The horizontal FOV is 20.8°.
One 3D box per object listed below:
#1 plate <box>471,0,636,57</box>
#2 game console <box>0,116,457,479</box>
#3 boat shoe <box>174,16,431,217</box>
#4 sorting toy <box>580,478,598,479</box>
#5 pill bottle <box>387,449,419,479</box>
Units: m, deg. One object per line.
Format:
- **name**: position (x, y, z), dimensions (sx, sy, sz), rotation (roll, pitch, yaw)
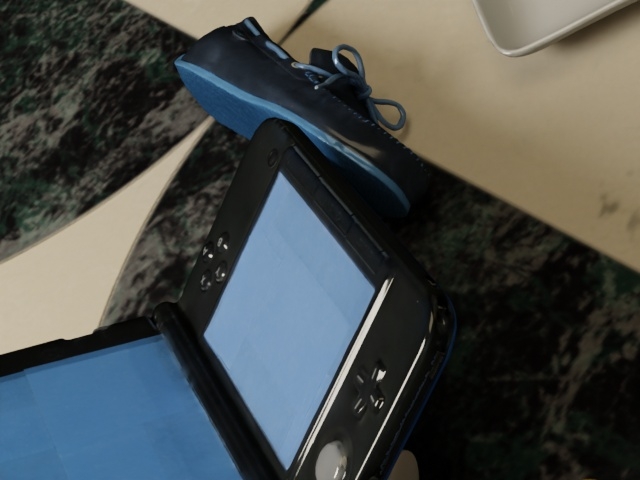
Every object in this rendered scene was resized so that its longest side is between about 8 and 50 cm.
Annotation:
- **plate**: position (0.223, -0.276, 1.325), dimensions (0.278, 0.045, 0.277), rotation (-25, 51, 6)
- **game console**: position (-0.088, 0.068, 1.035), dimensions (0.250, 0.173, 0.293), rotation (-65, 31, 17)
- **boat shoe**: position (-0.008, -0.108, 1.271), dimensions (0.089, 0.109, 0.258), rotation (-44, 53, -14)
- **sorting toy**: position (0.035, 0.210, 0.989), dimensions (0.366, 0.127, 0.126), rotation (-8, 63, 13)
- **pill bottle**: position (-0.002, 0.152, 1.107), dimensions (0.120, 0.067, 0.067), rotation (3, 58, 26)
